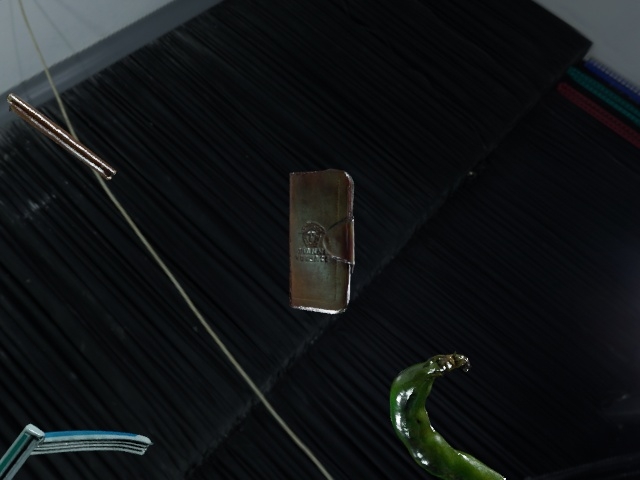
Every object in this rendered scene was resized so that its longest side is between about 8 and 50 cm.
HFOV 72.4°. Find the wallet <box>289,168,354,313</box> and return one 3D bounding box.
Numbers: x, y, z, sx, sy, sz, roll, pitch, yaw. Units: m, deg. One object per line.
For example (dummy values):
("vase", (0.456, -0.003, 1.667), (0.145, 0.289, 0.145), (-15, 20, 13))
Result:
("wallet", (0.000, 0.000, 0.788), (0.031, 0.137, 0.255), (-2, 92, -57))

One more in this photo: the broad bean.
("broad bean", (0.182, 0.286, 0.654), (0.144, 0.292, 0.049), (-12, -156, 27))

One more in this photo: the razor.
("razor", (-0.265, 0.230, 0.491), (0.068, 0.037, 0.191), (-53, 152, -4))

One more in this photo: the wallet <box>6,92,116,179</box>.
("wallet", (-0.417, -0.164, 0.715), (0.026, 0.176, 0.095), (-57, -153, -14))
